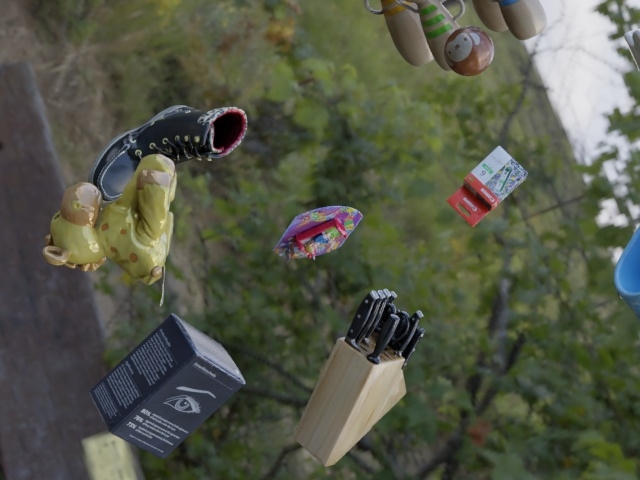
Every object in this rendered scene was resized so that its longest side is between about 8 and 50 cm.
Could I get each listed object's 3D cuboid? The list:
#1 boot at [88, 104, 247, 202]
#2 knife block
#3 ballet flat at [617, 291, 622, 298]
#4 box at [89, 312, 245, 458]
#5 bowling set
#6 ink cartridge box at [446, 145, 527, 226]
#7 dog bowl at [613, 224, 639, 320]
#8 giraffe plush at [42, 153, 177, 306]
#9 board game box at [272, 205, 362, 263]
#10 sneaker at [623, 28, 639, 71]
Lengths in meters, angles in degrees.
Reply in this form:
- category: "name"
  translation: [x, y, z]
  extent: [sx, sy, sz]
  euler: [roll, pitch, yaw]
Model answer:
- category: "boot"
  translation: [-0.242, -0.143, 1.890]
  extent: [0.178, 0.236, 0.085]
  euler: [4, -51, 49]
- category: "knife block"
  translation: [0.060, 0.220, 2.016]
  extent: [0.088, 0.275, 0.242]
  euler: [37, -22, 32]
- category: "ballet flat"
  translation: [0.573, 0.089, 2.133]
  extent: [0.114, 0.041, 0.041]
  euler: [-16, -84, 64]
- category: "box"
  translation: [-0.260, 0.250, 2.031]
  extent: [0.153, 0.207, 0.108]
  euler: [43, 6, -49]
- category: "bowling set"
  translation: [0.172, -0.286, 1.328]
  extent: [0.154, 0.287, 0.200]
  euler: [60, 23, -18]
- category: "ink cartridge box"
  translation: [0.253, -0.082, 1.815]
  extent: [0.063, 0.115, 0.029]
  euler: [46, -8, 13]
- category: "dog bowl"
  translation: [0.585, -0.004, 1.929]
  extent: [0.074, 0.297, 0.166]
  euler: [33, -2, -23]
- category: "giraffe plush"
  translation: [-0.296, -0.020, 1.663]
  extent: [0.181, 0.170, 0.210]
  euler: [129, -34, -83]
- category: "board game box"
  translation: [0.000, 0.000, 2.046]
  extent: [0.169, 0.133, 0.033]
  euler: [-53, -134, 50]
- category: "sneaker"
  translation: [0.571, -0.334, 2.002]
  extent: [0.080, 0.094, 0.212]
  euler: [62, 8, -2]
